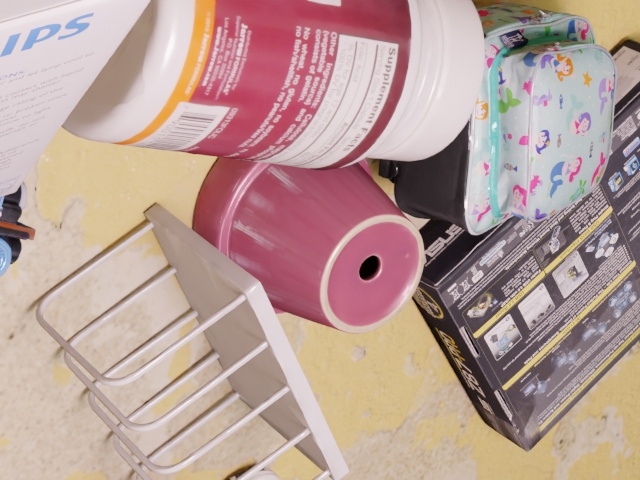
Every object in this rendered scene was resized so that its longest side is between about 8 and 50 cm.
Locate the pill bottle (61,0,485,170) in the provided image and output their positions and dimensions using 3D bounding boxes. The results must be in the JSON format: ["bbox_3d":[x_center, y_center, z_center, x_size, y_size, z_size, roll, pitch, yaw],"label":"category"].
[{"bbox_3d":[-0.049,-0.184,1.788,0.392,0.224,0.224,5,109,-41],"label":"pill bottle"}]

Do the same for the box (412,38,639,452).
[{"bbox_3d":[0.300,0.008,2.265,0.395,0.097,0.318,-44,131,-13],"label":"box"}]

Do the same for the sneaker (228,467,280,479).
[{"bbox_3d":[-0.080,0.376,2.107,0.094,0.153,0.235,33,90,-46],"label":"sneaker"}]

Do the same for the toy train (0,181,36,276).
[{"bbox_3d":[-0.339,-0.028,1.736,0.184,0.080,0.105,13,98,-42],"label":"toy train"}]

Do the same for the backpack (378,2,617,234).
[{"bbox_3d":[0.202,-0.135,2.031,0.253,0.191,0.225,-26,122,-54],"label":"backpack"}]

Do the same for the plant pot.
[{"bbox_3d":[0.000,0.000,1.955,0.201,0.180,0.201,-19,124,-30],"label":"plant pot"}]

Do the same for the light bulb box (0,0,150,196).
[{"bbox_3d":[-0.327,-0.224,1.350,0.225,0.358,0.361,-21,169,-31],"label":"light bulb box"}]

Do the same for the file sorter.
[{"bbox_3d":[-0.130,0.146,1.921,0.173,0.193,0.278,-37,131,-15],"label":"file sorter"}]
